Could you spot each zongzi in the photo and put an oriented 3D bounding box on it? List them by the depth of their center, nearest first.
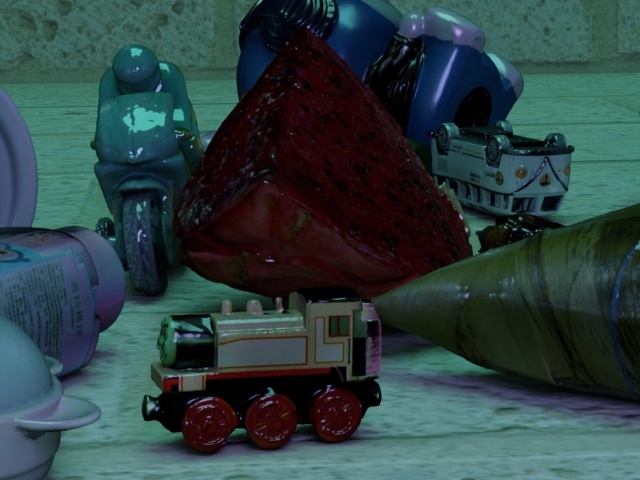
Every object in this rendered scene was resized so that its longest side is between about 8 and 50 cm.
[{"bbox_3d":[0.205,0.027,1.104,0.274,0.125,0.251,0,9,38],"label":"zongzi"}]

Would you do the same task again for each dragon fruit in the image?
[{"bbox_3d":[0.000,0.000,1.255,0.205,0.152,0.317,39,22,-12],"label":"dragon fruit"}]

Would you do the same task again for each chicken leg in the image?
[{"bbox_3d":[0.169,0.012,1.314,0.106,0.051,0.253,18,-2,1],"label":"chicken leg"}]

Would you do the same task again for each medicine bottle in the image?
[{"bbox_3d":[-0.209,0.043,1.100,0.119,0.094,0.188,3,11,27],"label":"medicine bottle"}]

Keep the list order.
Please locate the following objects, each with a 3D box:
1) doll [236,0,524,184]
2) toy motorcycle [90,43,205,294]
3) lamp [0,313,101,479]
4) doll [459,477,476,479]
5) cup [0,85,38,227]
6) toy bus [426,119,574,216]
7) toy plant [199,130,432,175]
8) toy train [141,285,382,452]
[{"bbox_3d":[0.048,-0.180,1.969,0.310,0.240,0.284,22,-20,32],"label":"doll"},{"bbox_3d":[-0.150,-0.070,1.449,0.109,0.198,0.296,-5,9,2],"label":"toy motorcycle"},{"bbox_3d":[-0.246,0.080,0.872,0.246,0.108,0.179,-5,7,-19],"label":"lamp"},{"bbox_3d":[0.045,0.134,0.679,0.050,0.076,0.083,42,20,20],"label":"doll"},{"bbox_3d":[-0.392,-0.063,1.277,0.253,0.253,0.371,-8,15,-37],"label":"cup"},{"bbox_3d":[0.183,-0.072,1.724,0.087,0.089,0.194,-3,10,-22],"label":"toy bus"},{"bbox_3d":[-0.012,-0.084,1.748,0.232,0.112,0.243,-3,15,-41],"label":"toy plant"},{"bbox_3d":[-0.033,0.072,0.959,0.138,0.087,0.050,-3,7,-15],"label":"toy train"}]
